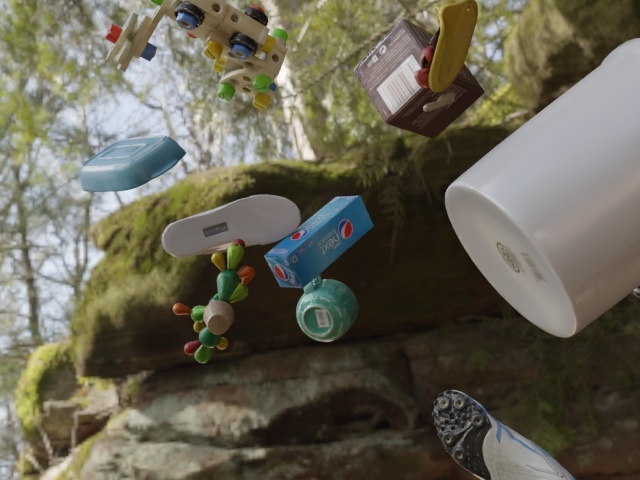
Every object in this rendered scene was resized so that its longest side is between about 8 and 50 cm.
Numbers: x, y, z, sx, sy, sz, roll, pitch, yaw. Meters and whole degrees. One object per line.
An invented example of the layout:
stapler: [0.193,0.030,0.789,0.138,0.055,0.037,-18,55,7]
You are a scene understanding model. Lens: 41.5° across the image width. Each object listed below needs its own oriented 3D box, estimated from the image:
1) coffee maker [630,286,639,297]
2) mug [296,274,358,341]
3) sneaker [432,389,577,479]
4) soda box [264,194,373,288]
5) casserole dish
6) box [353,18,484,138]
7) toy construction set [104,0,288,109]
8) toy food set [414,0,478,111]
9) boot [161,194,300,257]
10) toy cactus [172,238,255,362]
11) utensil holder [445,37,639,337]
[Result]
coffee maker: [0.663,0.040,1.568,0.171,0.178,0.120,18,7,-4]
mug: [0.000,0.156,1.913,0.129,0.158,0.097,-58,-7,26]
sneaker: [0.251,0.293,1.148,0.085,0.237,0.086,-55,-20,12]
soda box: [0.000,0.000,1.542,0.067,0.071,0.210,1,33,49]
casserole dish: [-0.272,-0.111,1.192,0.188,0.114,0.037,4,-53,46]
box: [0.218,-0.353,1.878,0.168,0.167,0.203,-43,-29,27]
toy construction set: [-0.197,-0.340,1.455,0.328,0.151,0.215,11,-13,-27]
toy food set: [0.213,-0.346,1.541,0.128,0.071,0.218,-33,-35,-44]
boot: [-0.162,-0.030,1.581,0.258,0.095,0.123,-10,4,3]
toy cactus: [-0.176,0.108,1.408,0.112,0.219,0.180,28,6,-10]
utensil holder: [0.440,-0.079,1.349,0.385,0.327,0.327,-36,-24,-8]
